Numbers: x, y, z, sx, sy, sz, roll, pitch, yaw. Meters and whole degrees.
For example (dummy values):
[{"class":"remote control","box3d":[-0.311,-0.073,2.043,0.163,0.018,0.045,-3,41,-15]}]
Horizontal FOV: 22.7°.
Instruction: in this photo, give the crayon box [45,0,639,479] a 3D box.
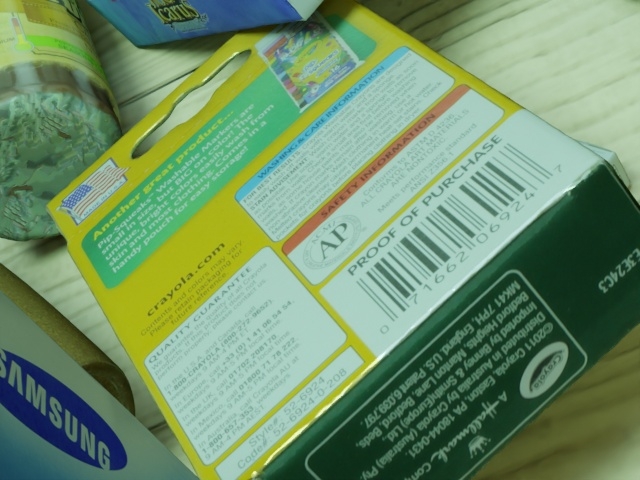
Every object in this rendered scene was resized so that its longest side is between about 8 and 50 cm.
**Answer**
[{"class":"crayon box","box3d":[0.000,0.000,0.763,0.203,0.083,0.323,-42,32,-1]}]

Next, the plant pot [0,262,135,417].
[{"class":"plant pot","box3d":[-0.230,0.076,0.804,0.254,0.237,0.237,16,65,24]}]

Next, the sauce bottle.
[{"class":"sauce bottle","box3d":[-0.210,-0.144,1.018,0.111,0.111,0.344,-32,45,6]}]

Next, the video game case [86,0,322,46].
[{"class":"video game case","box3d":[-0.008,-0.224,0.925,0.244,0.061,0.269,-51,21,-14]}]

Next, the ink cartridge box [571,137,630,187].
[{"class":"ink cartridge box","box3d":[0.095,0.000,0.781,0.063,0.029,0.115,21,70,40]}]

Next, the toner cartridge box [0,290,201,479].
[{"class":"toner cartridge box","box3d":[-0.095,0.152,0.556,0.165,0.348,0.075,-22,46,15]}]
